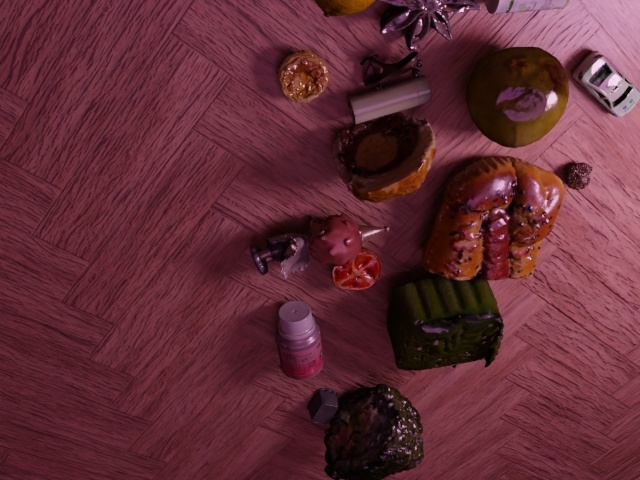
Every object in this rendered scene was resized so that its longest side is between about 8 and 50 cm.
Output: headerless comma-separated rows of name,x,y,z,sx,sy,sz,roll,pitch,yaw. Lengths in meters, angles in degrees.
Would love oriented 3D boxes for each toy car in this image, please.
toy car,0.769,-0.405,1.575,0.224,0.076,0.090,29,113,-27

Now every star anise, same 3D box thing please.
star anise,0.236,-0.556,1.344,0.236,0.108,0.223,13,145,-36

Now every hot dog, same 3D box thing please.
hot dog,0.501,-0.058,1.697,0.368,0.196,0.365,1,121,-15

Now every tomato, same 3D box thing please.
tomato,0.103,0.074,1.774,0.156,0.069,0.155,-4,127,-6

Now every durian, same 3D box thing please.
durian,0.752,-0.188,1.725,0.091,0.080,0.080,-27,126,-6

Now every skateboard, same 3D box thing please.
skateboard,0.167,-0.419,1.436,0.151,0.067,0.080,-15,125,27

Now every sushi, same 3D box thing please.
sushi,0.178,0.664,2.061,0.352,0.294,0.178,-35,133,30

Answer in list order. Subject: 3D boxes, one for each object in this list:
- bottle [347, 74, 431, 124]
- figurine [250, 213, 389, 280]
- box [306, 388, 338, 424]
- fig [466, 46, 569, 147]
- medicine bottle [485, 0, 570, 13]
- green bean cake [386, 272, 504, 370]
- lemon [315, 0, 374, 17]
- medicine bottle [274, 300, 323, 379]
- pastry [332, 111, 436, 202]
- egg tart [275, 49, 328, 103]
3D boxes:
bottle,0.172,-0.353,1.490,0.202,0.072,0.072,-17,126,0
figurine,0.000,0.000,1.657,0.387,0.166,0.207,-18,157,3
box,0.010,0.593,2.116,0.084,0.069,0.122,17,119,-20
fig,0.481,-0.340,1.476,0.240,0.239,0.271,-16,144,0
medicine bottle,0.487,-0.580,1.389,0.184,0.086,0.086,-7,125,-7
green bean cake,0.378,0.273,1.850,0.319,0.218,0.335,-10,140,-1
lemon,0.052,-0.579,1.234,0.192,0.192,0.231,14,114,-20
medicine bottle,-0.068,0.311,1.860,0.147,0.147,0.247,-9,126,-5
pastry,0.176,-0.192,1.516,0.256,0.236,0.170,-22,144,2
egg tart,-0.046,-0.396,1.428,0.131,0.052,0.130,-6,127,-8
